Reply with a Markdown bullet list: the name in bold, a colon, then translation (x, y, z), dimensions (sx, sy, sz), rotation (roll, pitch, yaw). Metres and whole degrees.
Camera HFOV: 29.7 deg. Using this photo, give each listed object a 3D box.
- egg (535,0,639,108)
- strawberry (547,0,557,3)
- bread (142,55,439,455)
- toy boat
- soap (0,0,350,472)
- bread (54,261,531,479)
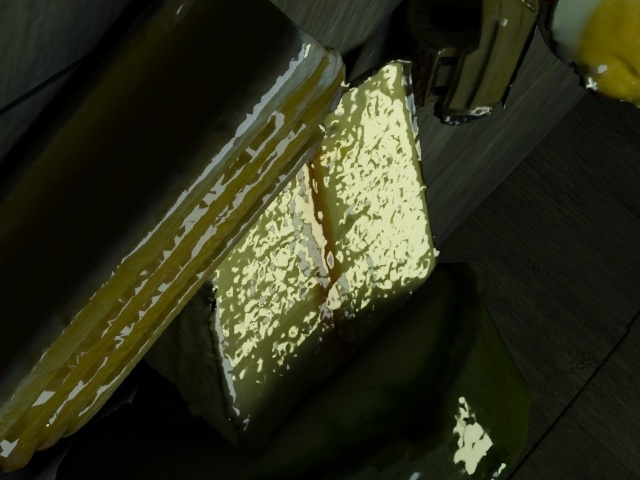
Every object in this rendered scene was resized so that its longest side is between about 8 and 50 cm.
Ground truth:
- **egg**: translation (0.328, -0.271, 1.010), dimensions (0.337, 0.201, 0.337), rotation (-9, 149, -5)
- **strawberry**: translation (0.183, -0.251, 0.777), dimensions (0.140, 0.085, 0.192), rotation (-54, 180, -22)
- **bread**: translation (0.000, 0.000, 0.807), dimensions (0.240, 0.135, 0.178), rotation (-41, 169, -34)
- **toy boat**: translation (0.099, -0.143, 0.850), dimensions (0.226, 0.088, 0.068), rotation (92, -1, -76)
- **soap**: translation (-0.084, -0.009, 0.533), dimensions (0.232, 0.073, 0.140), rotation (-50, 174, 7)
- **bread**: translation (-0.027, 0.156, 0.957), dimensions (0.382, 0.129, 0.366), rotation (-24, -161, 4)
